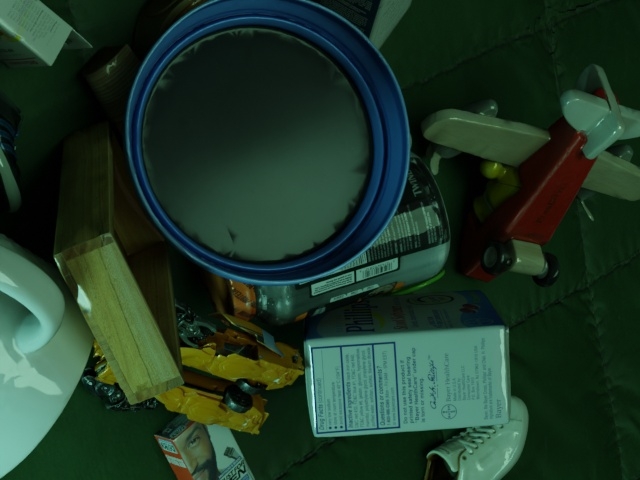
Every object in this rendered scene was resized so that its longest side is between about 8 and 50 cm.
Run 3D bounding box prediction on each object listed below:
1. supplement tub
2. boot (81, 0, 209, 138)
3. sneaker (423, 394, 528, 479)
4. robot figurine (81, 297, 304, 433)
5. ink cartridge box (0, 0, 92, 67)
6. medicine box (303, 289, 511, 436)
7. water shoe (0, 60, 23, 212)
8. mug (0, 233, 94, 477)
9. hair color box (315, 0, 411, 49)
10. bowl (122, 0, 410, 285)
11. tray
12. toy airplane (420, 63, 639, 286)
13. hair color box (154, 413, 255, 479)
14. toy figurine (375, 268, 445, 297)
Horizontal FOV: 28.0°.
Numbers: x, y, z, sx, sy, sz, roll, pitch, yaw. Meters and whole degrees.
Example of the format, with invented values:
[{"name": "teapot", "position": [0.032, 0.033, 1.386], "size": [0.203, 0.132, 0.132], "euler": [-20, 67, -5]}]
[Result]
[{"name": "supplement tub", "position": [0.000, 0.000, 1.875], "size": [0.338, 0.207, 0.207], "euler": [-16, 106, -19]}, {"name": "boot", "position": [-0.174, -0.231, 1.798], "size": [0.283, 0.109, 0.220], "euler": [-51, 124, -24]}, {"name": "sneaker", "position": [0.267, 0.374, 2.267], "size": [0.290, 0.106, 0.123], "euler": [-54, 129, -23]}, {"name": "robot figurine", "position": [-0.184, 0.170, 1.782], "size": [0.291, 0.085, 0.211], "euler": [22, 122, -23]}, {"name": "ink cartridge box", "position": [-0.387, -0.270, 1.603], "size": [0.181, 0.104, 0.061], "euler": [39, 69, -38]}, {"name": "medicine box", "position": [0.123, 0.178, 1.930], "size": [0.289, 0.263, 0.149], "euler": [-3, 99, 0]}, {"name": "water shoe", "position": [-0.404, -0.135, 1.624], "size": [0.080, 0.073, 0.203], "euler": [-32, 116, -38]}, {"name": "mug", "position": [-0.435, 0.075, 1.419], "size": [0.328, 0.374, 0.276], "euler": [37, 53, -30]}, {"name": "hair color box", "position": [0.082, -0.407, 1.876], "size": [0.105, 0.347, 0.174], "euler": [32, 66, 5]}, {"name": "bowl", "position": [-0.073, -0.133, 1.713], "size": [0.391, 0.077, 0.391], "euler": [2, 85, -19]}, {"name": "tray", "position": [-0.250, 0.012, 1.580], "size": [0.076, 0.411, 0.202], "euler": [-22, 114, 1]}, {"name": "toy airplane", "position": [0.372, -0.142, 2.204], "size": [0.384, 0.272, 0.386], "euler": [-26, 130, -4]}, {"name": "hair color box", "position": [-0.166, 0.328, 1.902], "size": [0.093, 0.053, 0.167], "euler": [-40, 118, -32]}, {"name": "toy figurine", "position": [0.096, 0.010, 2.095], "size": [0.173, 0.130, 0.159], "euler": [-23, 97, -13]}]
